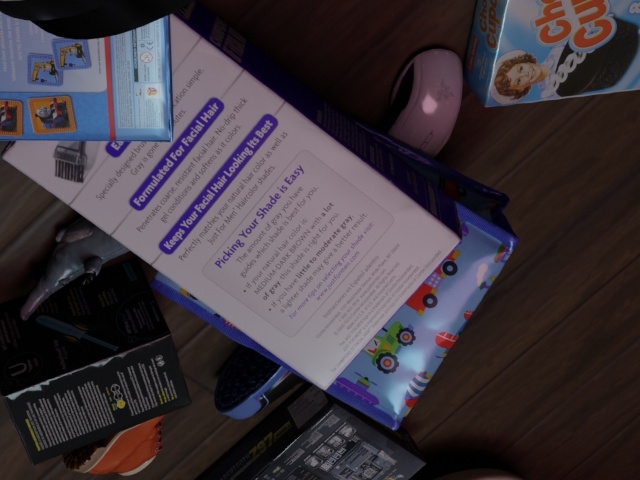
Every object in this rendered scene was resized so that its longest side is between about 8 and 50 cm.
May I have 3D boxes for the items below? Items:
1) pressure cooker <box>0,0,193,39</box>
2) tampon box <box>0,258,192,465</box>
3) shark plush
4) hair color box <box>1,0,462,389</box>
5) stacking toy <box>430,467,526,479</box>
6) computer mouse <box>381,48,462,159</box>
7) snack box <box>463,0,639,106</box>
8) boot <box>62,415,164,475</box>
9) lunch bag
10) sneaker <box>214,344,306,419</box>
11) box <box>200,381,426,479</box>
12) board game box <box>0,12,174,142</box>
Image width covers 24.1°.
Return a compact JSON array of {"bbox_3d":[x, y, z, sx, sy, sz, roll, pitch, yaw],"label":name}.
[{"bbox_3d":[-0.156,-0.329,0.895,0.375,0.370,0.420,-39,130,14],"label":"pressure cooker"},{"bbox_3d":[-0.221,0.112,1.403,0.161,0.120,0.101,-20,133,-10],"label":"tampon box"},{"bbox_3d":[-0.217,0.012,1.357,0.161,0.067,0.073,-30,134,0],"label":"shark plush"},{"bbox_3d":[-0.070,-0.051,1.253,0.339,0.110,0.185,37,107,-14],"label":"hair color box"},{"bbox_3d":[0.224,0.530,1.705,0.351,0.480,0.350,-22,138,-21],"label":"stacking toy"},{"bbox_3d":[0.088,-0.094,1.436,0.106,0.042,0.193,1,127,-25],"label":"computer mouse"},{"bbox_3d":[0.246,-0.276,1.348,0.187,0.060,0.322,-8,131,-19],"label":"snack box"},{"bbox_3d":[-0.184,0.186,1.532,0.158,0.059,0.085,-42,137,23],"label":"boot"},{"bbox_3d":[0.000,0.000,1.394,0.293,0.138,0.221,28,108,-8],"label":"lunch bag"},{"bbox_3d":[-0.005,0.109,1.533,0.232,0.081,0.090,-45,125,12],"label":"sneaker"},{"bbox_3d":[-0.022,0.274,1.679,0.233,0.059,0.183,-43,133,11],"label":"box"},{"bbox_3d":[-0.218,-0.149,1.116,0.211,0.039,0.160,0,126,-4],"label":"board game box"}]
